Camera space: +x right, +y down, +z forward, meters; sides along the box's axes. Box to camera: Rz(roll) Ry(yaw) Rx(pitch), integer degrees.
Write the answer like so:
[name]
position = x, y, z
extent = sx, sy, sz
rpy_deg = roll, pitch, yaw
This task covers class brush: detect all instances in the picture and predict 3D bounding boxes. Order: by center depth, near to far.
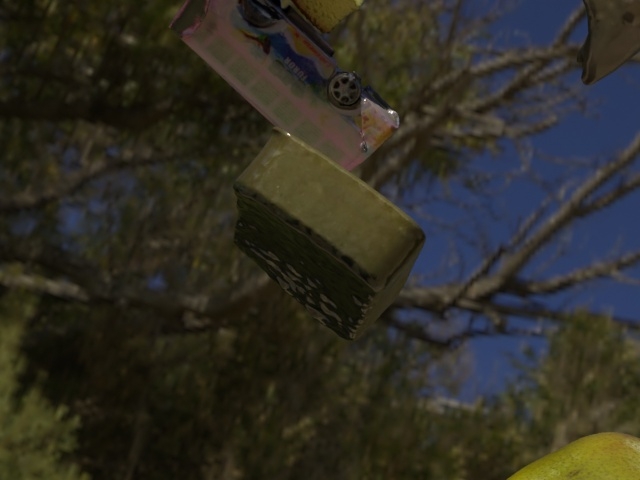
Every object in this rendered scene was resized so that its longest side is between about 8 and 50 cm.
[brush]
position = 0.000, 0.000, 1.108
extent = 0.123, 0.059, 0.197
rpy_deg = 39, -13, 7

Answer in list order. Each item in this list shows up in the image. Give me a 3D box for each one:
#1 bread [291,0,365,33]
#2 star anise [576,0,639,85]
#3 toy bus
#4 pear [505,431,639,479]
[bread]
position = 0.058, -0.388, 1.852
extent = 0.138, 0.361, 0.077
rpy_deg = 48, -44, -12
[star anise]
position = 0.163, -0.172, 0.538
extent = 0.359, 0.316, 0.139
rpy_deg = -11, -42, 10
[toy bus]
position = -0.039, -0.194, 1.791
extent = 0.274, 0.090, 0.112
rpy_deg = 43, -75, -10
[pear]
position = 0.151, 0.174, 0.826
extent = 0.141, 0.141, 0.104
rpy_deg = 25, 2, -11
